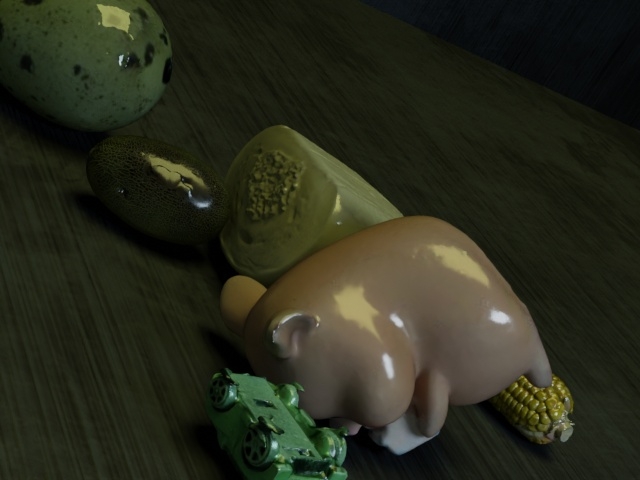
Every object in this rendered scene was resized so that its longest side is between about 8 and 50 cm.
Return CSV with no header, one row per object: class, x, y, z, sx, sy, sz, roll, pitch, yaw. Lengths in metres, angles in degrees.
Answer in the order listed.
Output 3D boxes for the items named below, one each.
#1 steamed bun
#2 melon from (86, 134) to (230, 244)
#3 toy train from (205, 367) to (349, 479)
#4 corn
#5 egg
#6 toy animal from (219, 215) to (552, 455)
steamed bun,0.000,0.000,1.506,0.200,0.155,0.250,33,13,-33
melon,-0.172,-0.054,1.468,0.162,0.099,0.099,26,20,-11
toy train,-0.041,0.172,1.160,0.099,0.081,0.149,12,22,-43
corn,0.201,0.141,1.582,0.080,0.080,0.238,5,34,-52
egg,-0.282,-0.217,1.593,0.228,0.177,0.177,14,21,-3
toy animal,0.061,0.093,1.322,0.195,0.256,0.213,15,-51,68
